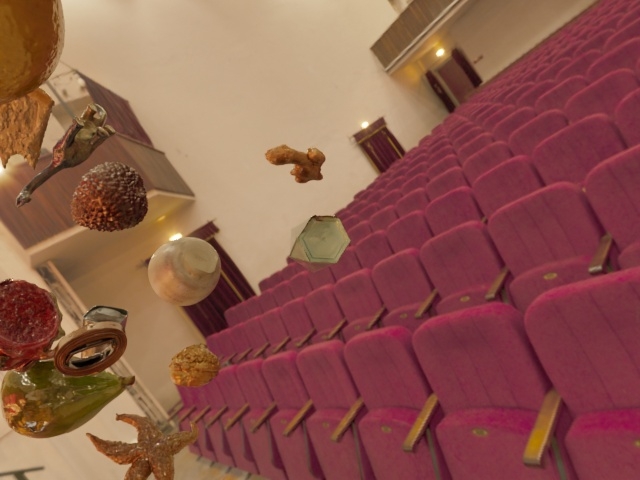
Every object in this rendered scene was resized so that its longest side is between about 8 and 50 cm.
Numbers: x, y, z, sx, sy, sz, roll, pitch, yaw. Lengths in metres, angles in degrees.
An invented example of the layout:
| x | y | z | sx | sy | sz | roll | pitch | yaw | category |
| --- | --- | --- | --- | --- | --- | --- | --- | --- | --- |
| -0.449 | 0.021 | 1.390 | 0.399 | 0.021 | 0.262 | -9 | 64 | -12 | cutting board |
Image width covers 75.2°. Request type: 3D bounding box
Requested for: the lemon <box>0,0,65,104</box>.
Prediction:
| x | y | z | sx | sy | sz | roll | pitch | yaw | category |
| --- | --- | --- | --- | --- | --- | --- | --- | --- | --- |
| -0.520 | -0.329 | 0.588 | 0.293 | 0.293 | 0.293 | -36 | 4 | 3 | lemon |

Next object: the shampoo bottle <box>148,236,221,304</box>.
| x | y | z | sx | sy | sz | roll | pitch | yaw | category |
| --- | --- | --- | --- | --- | --- | --- | --- | --- | --- |
| -0.642 | 0.144 | 1.977 | 0.322 | 0.322 | 0.317 | -39 | 9 | -40 | shampoo bottle |

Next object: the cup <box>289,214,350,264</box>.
| x | y | z | sx | sy | sz | roll | pitch | yaw | category |
| --- | --- | --- | --- | --- | --- | --- | --- | --- | --- |
| 0.000 | 0.000 | 0.974 | 0.134 | 0.148 | 0.235 | 0 | -5 | -7 | cup |

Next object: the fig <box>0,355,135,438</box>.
| x | y | z | sx | sy | sz | roll | pitch | yaw | category |
| --- | --- | --- | --- | --- | --- | --- | --- | --- | --- |
| -0.721 | 0.440 | 1.164 | 0.314 | 0.233 | 0.233 | 5 | 19 | 17 | fig |

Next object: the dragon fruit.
| x | y | z | sx | sy | sz | roll | pitch | yaw | category |
| --- | --- | --- | --- | --- | --- | --- | --- | --- | --- |
| -0.670 | 0.186 | 0.885 | 0.147 | 0.211 | 0.282 | -17 | 4 | 15 | dragon fruit |

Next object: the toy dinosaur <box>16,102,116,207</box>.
| x | y | z | sx | sy | sz | roll | pitch | yaw | category |
| --- | --- | --- | --- | --- | --- | --- | --- | --- | --- |
| -0.500 | -0.181 | 0.823 | 0.188 | 0.075 | 0.248 | -37 | 38 | 11 | toy dinosaur |

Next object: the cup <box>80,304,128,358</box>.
| x | y | z | sx | sy | sz | roll | pitch | yaw | category |
| --- | --- | --- | --- | --- | --- | --- | --- | --- | --- |
| -0.569 | 0.250 | 1.082 | 0.128 | 0.095 | 0.129 | -110 | 32 | -74 | cup |

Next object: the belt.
| x | y | z | sx | sy | sz | roll | pitch | yaw | category |
| --- | --- | --- | --- | --- | --- | --- | --- | --- | --- |
| -0.289 | 0.139 | 0.526 | 0.083 | 0.059 | 0.036 | -21 | 18 | -26 | belt |

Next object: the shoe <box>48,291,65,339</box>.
| x | y | z | sx | sy | sz | roll | pitch | yaw | category |
| --- | --- | --- | --- | --- | --- | --- | --- | --- | --- |
| -0.776 | 0.224 | 1.134 | 0.128 | 0.140 | 0.262 | -20 | 3 | -36 | shoe |

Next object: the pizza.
| x | y | z | sx | sy | sz | roll | pitch | yaw | category |
| --- | --- | --- | --- | --- | --- | --- | --- | --- | --- |
| -0.819 | -0.303 | 1.102 | 0.034 | 0.181 | 0.262 | -109 | 38 | -60 | pizza |

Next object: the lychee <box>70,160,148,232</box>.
| x | y | z | sx | sy | sz | roll | pitch | yaw | category |
| --- | --- | --- | --- | --- | --- | --- | --- | --- | --- |
| -0.758 | -0.143 | 1.484 | 0.271 | 0.271 | 0.271 | -36 | 4 | 3 | lychee |

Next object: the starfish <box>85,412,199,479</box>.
| x | y | z | sx | sy | sz | roll | pitch | yaw | category |
| --- | --- | --- | --- | --- | --- | --- | --- | --- | --- |
| -0.471 | 0.581 | 1.106 | 0.302 | 0.299 | 0.060 | -118 | 41 | -52 | starfish |

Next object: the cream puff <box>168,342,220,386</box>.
| x | y | z | sx | sy | sz | roll | pitch | yaw | category |
| --- | --- | --- | --- | --- | --- | --- | --- | --- | --- |
| -0.452 | 0.444 | 1.498 | 0.189 | 0.129 | 0.189 | 4 | 2 | 0 | cream puff |

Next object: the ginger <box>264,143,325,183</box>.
| x | y | z | sx | sy | sz | roll | pitch | yaw | category |
| --- | --- | --- | --- | --- | --- | --- | --- | --- | --- |
| -0.074 | -0.238 | 1.315 | 0.214 | 0.059 | 0.133 | -1 | -40 | -21 | ginger |
